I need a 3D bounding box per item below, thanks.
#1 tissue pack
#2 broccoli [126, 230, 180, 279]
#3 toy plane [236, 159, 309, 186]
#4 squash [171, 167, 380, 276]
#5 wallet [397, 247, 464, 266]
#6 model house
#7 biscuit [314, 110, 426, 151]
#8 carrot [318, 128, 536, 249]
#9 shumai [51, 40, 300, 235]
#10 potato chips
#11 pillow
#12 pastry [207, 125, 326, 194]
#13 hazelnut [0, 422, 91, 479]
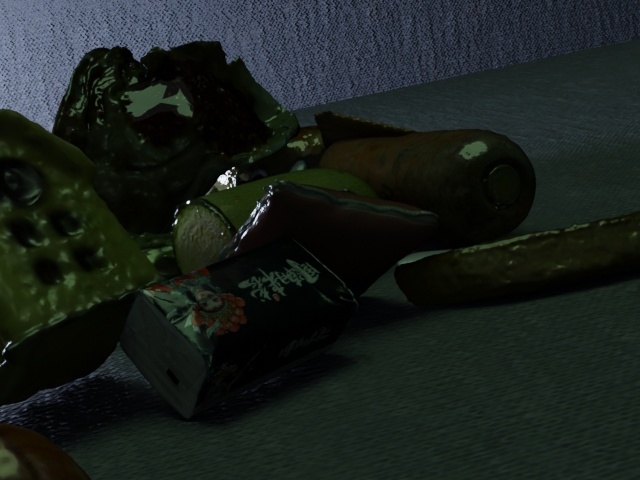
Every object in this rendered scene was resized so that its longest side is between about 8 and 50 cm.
[{"bbox_3d":[-0.067,0.068,1.015,0.170,0.090,0.103,-21,55,-43],"label":"tissue pack"},{"bbox_3d":[-0.182,0.021,1.343,0.304,0.145,0.165,-2,11,-25],"label":"broccoli"},{"bbox_3d":[-0.113,-0.013,1.500,0.246,0.078,0.169,-19,45,-3],"label":"toy plane"},{"bbox_3d":[-0.027,-0.012,1.308,0.247,0.132,0.133,-21,15,-39],"label":"squash"},{"bbox_3d":[0.146,0.022,1.263,0.122,0.025,0.061,-6,6,23],"label":"wallet"},{"bbox_3d":[-0.281,0.015,1.045,0.175,0.234,0.193,-29,-11,-41],"label":"model house"},{"bbox_3d":[0.114,-0.107,1.587,0.237,0.013,0.232,14,-13,9],"label":"biscuit"},{"bbox_3d":[0.125,-0.069,1.420,0.139,0.138,0.302,-17,19,-30],"label":"carrot"},{"bbox_3d":[-0.187,-0.105,1.614,0.289,0.292,0.329,10,53,6],"label":"shumai"},{"bbox_3d":[0.274,0.003,1.158,0.407,0.057,0.080,-13,-1,-9],"label":"potato chips"},{"bbox_3d":[0.000,0.000,1.148,0.179,0.075,0.171,9,-33,-27],"label":"pillow"},{"bbox_3d":[-0.052,-0.105,1.817,0.236,0.120,0.257,-13,9,-32],"label":"pastry"},{"bbox_3d":[-0.178,0.163,0.613,0.150,0.150,0.150,-10,12,2],"label":"hazelnut"}]
